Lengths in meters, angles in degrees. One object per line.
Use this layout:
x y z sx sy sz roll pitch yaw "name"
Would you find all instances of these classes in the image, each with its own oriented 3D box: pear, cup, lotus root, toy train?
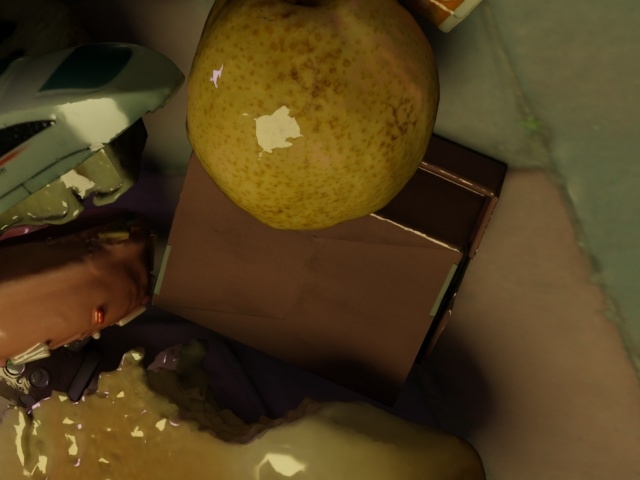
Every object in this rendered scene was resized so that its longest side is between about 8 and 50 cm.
-0.010 -0.097 1.252 0.178 0.178 0.178 15 140 13 "pear"
-0.237 0.096 1.664 0.099 0.074 0.102 27 141 -2 "cup"
-0.225 -0.088 1.408 0.235 0.138 0.119 -10 134 35 "lotus root"
-0.251 -0.046 1.322 0.407 0.086 0.088 -28 109 36 "toy train"

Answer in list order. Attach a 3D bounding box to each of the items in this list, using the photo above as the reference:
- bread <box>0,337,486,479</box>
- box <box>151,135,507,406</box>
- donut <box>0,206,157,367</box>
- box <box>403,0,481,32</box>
-0.086 0.227 1.538 0.424 0.245 0.329 -5 151 30 "bread"
0.000 0.000 1.424 0.215 0.086 0.215 23 142 2 "box"
-0.215 0.032 1.478 0.199 0.233 0.085 -14 100 -10 "donut"
0.091 -0.219 1.176 0.122 0.032 0.220 35 139 -12 "box"
